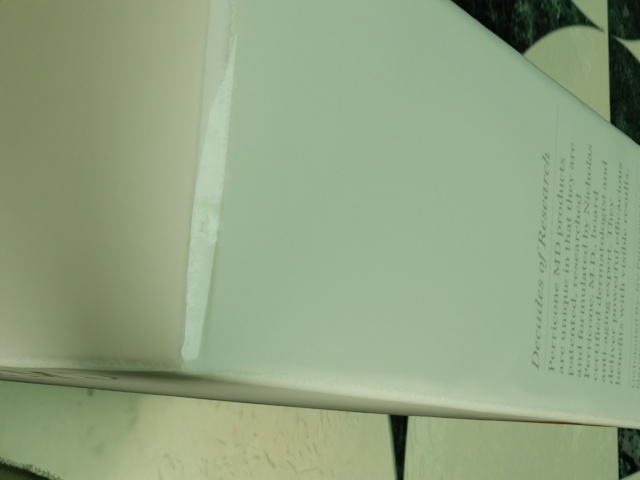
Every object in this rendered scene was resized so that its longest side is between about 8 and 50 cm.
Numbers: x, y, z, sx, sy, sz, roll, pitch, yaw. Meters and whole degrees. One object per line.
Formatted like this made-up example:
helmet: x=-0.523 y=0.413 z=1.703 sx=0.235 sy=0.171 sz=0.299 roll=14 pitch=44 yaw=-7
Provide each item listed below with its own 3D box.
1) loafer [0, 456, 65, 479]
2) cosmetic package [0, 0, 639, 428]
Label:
loafer: x=-0.161 y=0.119 z=0.419 sx=0.251 sy=0.087 sz=0.094 roll=26 pitch=66 yaw=-54
cosmetic package: x=0.000 y=0.000 z=0.549 sx=0.453 sy=0.230 sz=0.161 roll=18 pitch=74 yaw=-55
